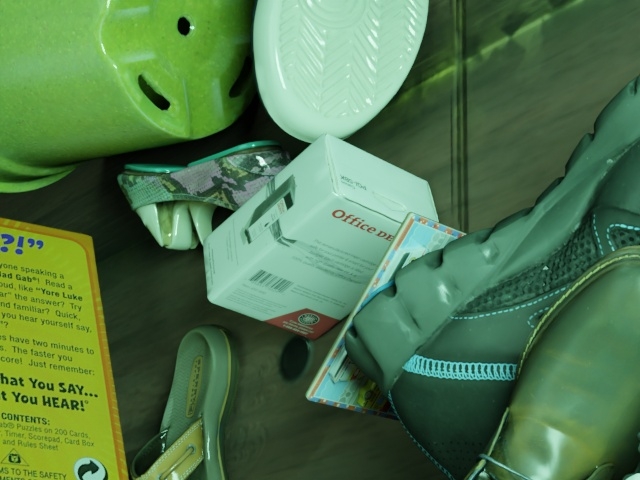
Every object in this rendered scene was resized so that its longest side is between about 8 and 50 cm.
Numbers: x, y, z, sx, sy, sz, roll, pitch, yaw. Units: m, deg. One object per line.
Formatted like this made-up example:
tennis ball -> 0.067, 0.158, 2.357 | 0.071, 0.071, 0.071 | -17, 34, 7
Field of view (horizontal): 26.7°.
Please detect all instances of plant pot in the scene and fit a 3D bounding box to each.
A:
plant pot -> -0.192, -0.174, 1.146 | 0.254, 0.276, 0.276 | 4, 75, 41

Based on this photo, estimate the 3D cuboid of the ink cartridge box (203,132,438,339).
ink cartridge box -> 0.000, 0.000, 0.910 | 0.135, 0.099, 0.056 | -39, 44, 33

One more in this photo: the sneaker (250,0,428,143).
sneaker -> -0.006, -0.214, 1.022 | 0.148, 0.131, 0.350 | -28, 45, 51

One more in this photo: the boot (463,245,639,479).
boot -> 0.107, 0.111, 0.621 | 0.106, 0.082, 0.219 | -47, -20, -61

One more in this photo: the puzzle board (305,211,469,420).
puzzle board -> 0.055, 0.051, 0.814 | 0.011, 0.096, 0.128 | 39, 104, 44

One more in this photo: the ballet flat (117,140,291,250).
ballet flat -> -0.099, -0.032, 1.090 | 0.221, 0.077, 0.079 | -4, 89, 51

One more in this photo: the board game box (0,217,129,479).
board game box -> -0.386, 0.205, 1.045 | 0.356, 0.356, 0.356 | -55, 36, 35

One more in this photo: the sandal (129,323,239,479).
sandal -> -0.106, 0.162, 0.998 | 0.090, 0.060, 0.219 | -18, 59, 47

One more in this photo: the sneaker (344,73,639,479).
sneaker -> 0.173, 0.007, 0.697 | 0.341, 0.125, 0.140 | -43, 70, 27

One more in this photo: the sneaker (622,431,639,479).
sneaker -> 0.209, 0.054, 0.573 | 0.106, 0.078, 0.234 | 24, 90, 26
